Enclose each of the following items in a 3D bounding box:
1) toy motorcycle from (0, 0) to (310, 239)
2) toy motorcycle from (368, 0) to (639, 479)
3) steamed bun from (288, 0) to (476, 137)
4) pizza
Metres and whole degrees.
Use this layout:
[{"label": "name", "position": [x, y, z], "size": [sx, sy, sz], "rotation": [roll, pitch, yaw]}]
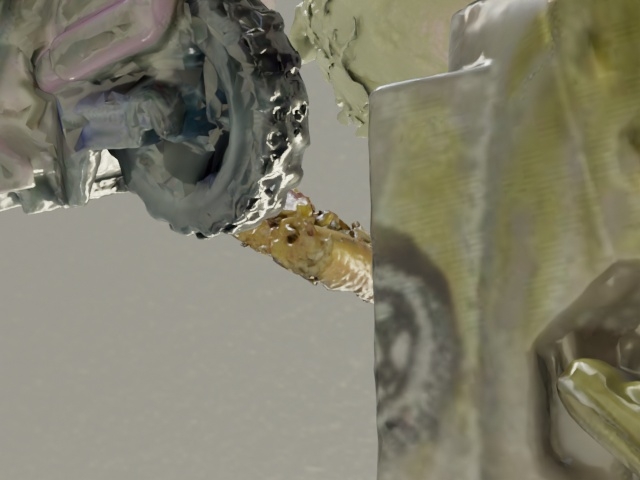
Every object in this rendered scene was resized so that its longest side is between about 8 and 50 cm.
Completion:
[{"label": "toy motorcycle", "position": [-0.103, -0.100, 0.498], "size": [0.239, 0.108, 0.204], "rotation": [-3, -81, 31]}, {"label": "toy motorcycle", "position": [0.115, -0.007, 0.343], "size": [0.223, 0.108, 0.340], "rotation": [-11, -110, 25]}, {"label": "steamed bun", "position": [0.142, -0.178, 1.075], "size": [0.312, 0.233, 0.334], "rotation": [27, -45, 22]}, {"label": "pizza", "position": [0.000, 0.000, 1.563], "size": [0.288, 0.251, 0.074], "rotation": [32, -86, 48]}]
